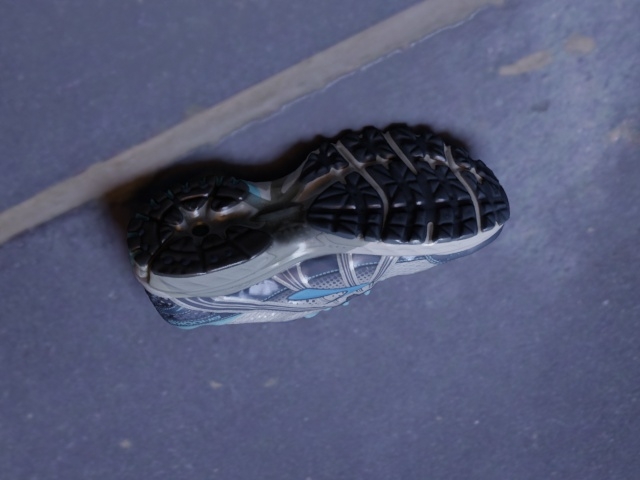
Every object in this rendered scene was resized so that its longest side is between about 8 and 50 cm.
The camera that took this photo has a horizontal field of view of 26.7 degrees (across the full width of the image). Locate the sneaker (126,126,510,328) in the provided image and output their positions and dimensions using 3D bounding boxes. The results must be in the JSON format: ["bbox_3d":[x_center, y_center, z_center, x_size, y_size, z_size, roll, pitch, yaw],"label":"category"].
[{"bbox_3d":[0.000,0.000,1.012,0.283,0.110,0.122,-9,146,-5],"label":"sneaker"}]
